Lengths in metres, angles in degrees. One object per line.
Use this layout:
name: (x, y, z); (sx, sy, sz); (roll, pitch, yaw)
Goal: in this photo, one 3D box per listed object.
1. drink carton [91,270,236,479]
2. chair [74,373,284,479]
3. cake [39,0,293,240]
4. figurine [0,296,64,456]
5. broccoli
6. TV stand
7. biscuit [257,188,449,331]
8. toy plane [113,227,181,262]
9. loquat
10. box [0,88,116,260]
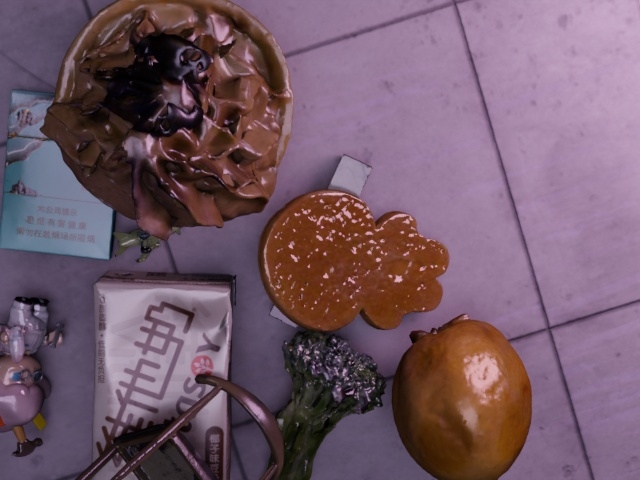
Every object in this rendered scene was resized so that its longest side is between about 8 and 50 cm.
drink carton: (-0.223, 0.213, 1.683); (0.194, 0.132, 0.324); (2, 97, -3)
chair: (-0.191, 0.322, 1.559); (0.166, 0.272, 0.188); (-26, 102, 47)
cake: (-0.183, -0.166, 1.513); (0.333, 0.321, 0.332); (-3, 103, -12)
figurine: (-0.442, 0.191, 1.684); (0.112, 0.137, 0.228); (15, 94, 29)
broccoli: (-0.020, 0.277, 1.705); (0.165, 0.145, 0.304); (23, 109, 0)
TV stand: (0.000, 0.000, 1.701); (0.049, 0.040, 0.256); (24, 97, -3)
biscuit: (0.047, 0.033, 1.668); (0.289, 0.044, 0.202); (5, 92, -25)
toy plane: (-0.244, -0.010, 1.686); (0.111, 0.040, 0.102); (-16, 142, -17)
loquat: (0.203, 0.229, 1.649); (0.193, 0.238, 0.238); (-21, 98, 23)
box: (-0.369, -0.094, 1.679); (0.162, 0.041, 0.229); (7, 97, -3)
